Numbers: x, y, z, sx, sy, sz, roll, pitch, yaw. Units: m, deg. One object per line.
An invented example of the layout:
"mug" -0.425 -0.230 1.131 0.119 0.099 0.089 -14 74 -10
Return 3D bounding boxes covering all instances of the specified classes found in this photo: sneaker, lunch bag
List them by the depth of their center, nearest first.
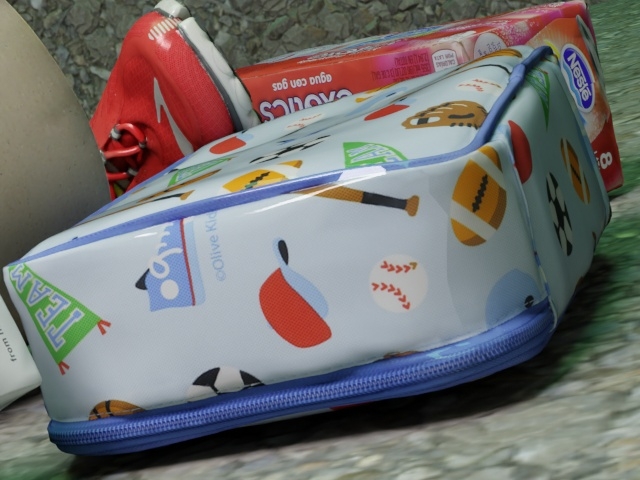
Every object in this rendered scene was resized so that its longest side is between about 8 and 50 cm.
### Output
"lunch bag" 0.000 0.000 0.794 0.243 0.115 0.303 -15 8 18
"sneaker" -0.115 -0.030 1.010 0.118 0.107 0.279 -31 -17 -30

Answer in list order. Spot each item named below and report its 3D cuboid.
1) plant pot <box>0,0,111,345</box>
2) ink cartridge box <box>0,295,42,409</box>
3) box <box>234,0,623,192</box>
"plant pot" -0.284 0.013 0.830 0.257 0.256 0.274 -6 27 39
"ink cartridge box" -0.229 0.068 0.593 0.154 0.093 0.212 -34 -11 33
"box" 0.042 -0.064 1.065 0.257 0.122 0.128 -4 14 45
